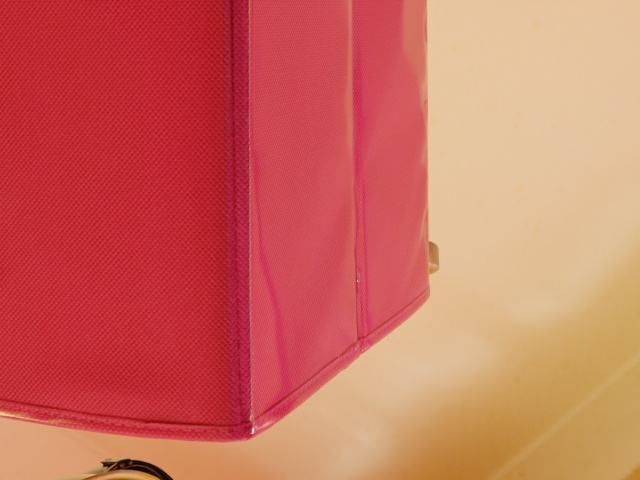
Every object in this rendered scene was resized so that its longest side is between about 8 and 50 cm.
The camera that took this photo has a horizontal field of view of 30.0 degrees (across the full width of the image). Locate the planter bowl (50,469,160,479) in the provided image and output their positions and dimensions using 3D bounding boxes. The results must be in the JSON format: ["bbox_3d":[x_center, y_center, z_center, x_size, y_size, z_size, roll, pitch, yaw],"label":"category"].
[{"bbox_3d":[-0.189,0.222,0.729,0.090,0.217,0.217,22,-60,31],"label":"planter bowl"}]

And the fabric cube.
[{"bbox_3d":[-0.097,-0.078,0.569,0.254,0.259,0.258,5,-78,20],"label":"fabric cube"}]

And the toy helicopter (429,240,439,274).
[{"bbox_3d":[0.000,0.000,1.449,0.355,0.140,0.235,16,-22,-41],"label":"toy helicopter"}]

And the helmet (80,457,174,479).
[{"bbox_3d":[-0.234,0.342,1.350,0.169,0.169,0.161,37,-55,-11],"label":"helmet"}]
